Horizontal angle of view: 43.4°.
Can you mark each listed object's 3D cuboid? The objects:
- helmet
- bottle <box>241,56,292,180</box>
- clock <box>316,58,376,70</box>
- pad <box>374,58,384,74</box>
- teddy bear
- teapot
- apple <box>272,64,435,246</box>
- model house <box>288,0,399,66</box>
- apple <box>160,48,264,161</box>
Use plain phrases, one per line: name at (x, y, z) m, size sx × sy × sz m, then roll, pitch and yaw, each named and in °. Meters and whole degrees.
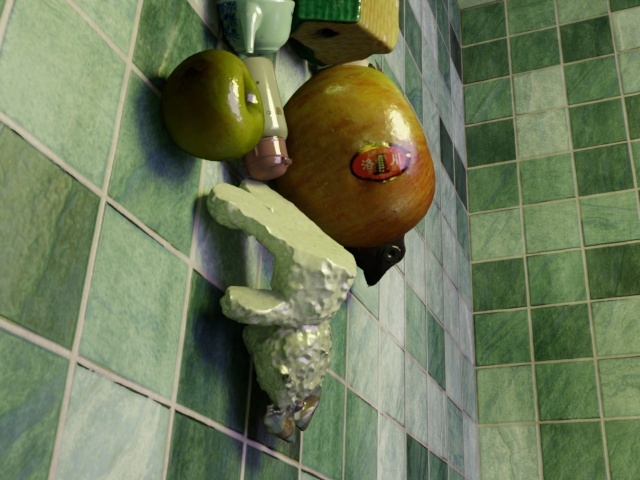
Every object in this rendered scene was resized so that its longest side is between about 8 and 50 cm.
helmet at (0.129, -0.048, 2.057) m, size 0.177 × 0.306 × 0.225 m, roll 29°, pitch 5°, yaw -19°
bottle at (-0.123, -0.235, 1.588) m, size 0.110 × 0.109 × 0.234 m, roll 7°, pitch 69°, yaw -68°
clock at (0.099, -0.341, 2.134) m, size 0.342 × 0.183 × 0.326 m, roll 61°, pitch 25°, yaw -56°
pad at (0.192, -0.373, 2.184) m, size 0.235 × 0.003 × 0.158 m, roll 41°, pitch 37°, yaw -64°
teddy bear at (-0.108, 0.132, 1.534) m, size 0.362 × 0.375 × 0.327 m, roll -60°, pitch 167°, yaw 17°
teapot at (-0.130, -0.429, 1.638) m, size 0.232 × 0.158 × 0.159 m, roll -60°, pitch 138°, yaw -76°
apple at (0.061, -0.177, 1.748) m, size 0.400 × 0.333 × 0.401 m, roll -21°, pitch 90°, yaw -86°
model house at (0.005, -0.640, 1.867) m, size 0.342 × 0.334 × 0.383 m, roll 15°, pitch 73°, yaw -56°
apple at (-0.185, -0.228, 1.392) m, size 0.196 × 0.156 × 0.197 m, roll -8°, pitch 90°, yaw -69°
